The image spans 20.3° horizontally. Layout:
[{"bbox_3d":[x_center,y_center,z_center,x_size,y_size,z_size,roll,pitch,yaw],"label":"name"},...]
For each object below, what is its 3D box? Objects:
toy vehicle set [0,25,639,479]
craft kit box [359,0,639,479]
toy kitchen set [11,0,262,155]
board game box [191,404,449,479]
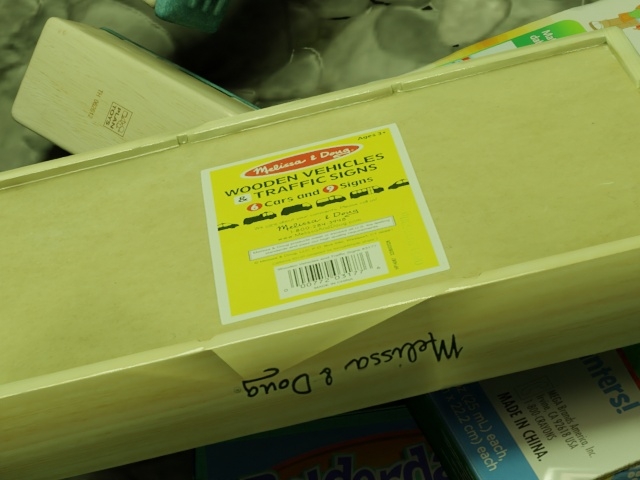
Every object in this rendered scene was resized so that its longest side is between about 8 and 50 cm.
[{"bbox_3d":[0.000,0.000,0.625,0.267,0.035,0.166,-13,29,1],"label":"toy vehicle set"},{"bbox_3d":[0.134,-0.007,0.687,0.246,0.061,0.250,-23,41,-6],"label":"craft kit box"},{"bbox_3d":[-0.016,-0.119,0.838,0.122,0.166,0.207,30,103,29],"label":"toy kitchen set"},{"bbox_3d":[0.036,0.159,0.637,0.160,0.047,0.210,-8,55,8],"label":"board game box"}]
